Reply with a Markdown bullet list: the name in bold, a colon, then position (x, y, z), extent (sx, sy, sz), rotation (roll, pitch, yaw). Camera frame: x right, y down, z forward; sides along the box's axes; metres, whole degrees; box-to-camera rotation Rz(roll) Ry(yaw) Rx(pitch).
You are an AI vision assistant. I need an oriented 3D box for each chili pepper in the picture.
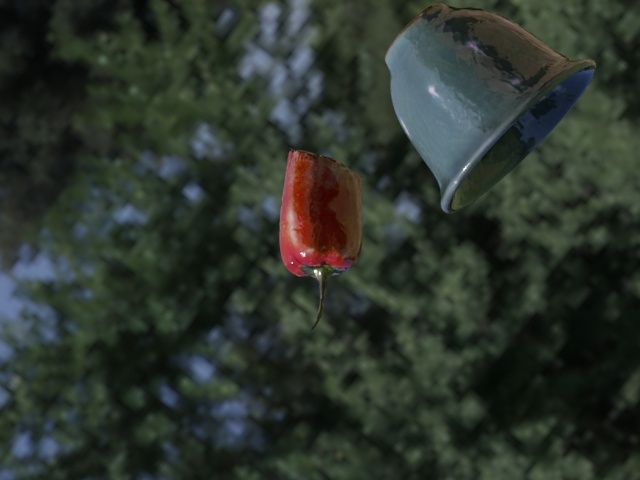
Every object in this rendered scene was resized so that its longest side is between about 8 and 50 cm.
- **chili pepper**: position (0.000, 0.000, 2.055), extent (0.086, 0.192, 0.084), rotation (3, 166, 2)

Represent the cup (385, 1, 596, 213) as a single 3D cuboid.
- **cup**: position (0.140, -0.147, 1.882), extent (0.150, 0.199, 0.199), rotation (47, -168, 11)
